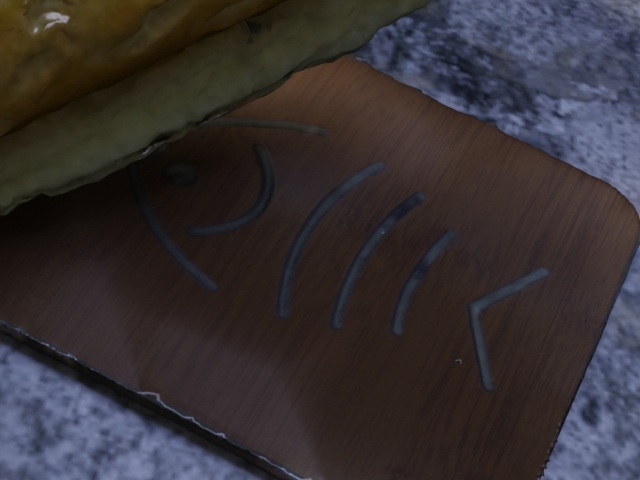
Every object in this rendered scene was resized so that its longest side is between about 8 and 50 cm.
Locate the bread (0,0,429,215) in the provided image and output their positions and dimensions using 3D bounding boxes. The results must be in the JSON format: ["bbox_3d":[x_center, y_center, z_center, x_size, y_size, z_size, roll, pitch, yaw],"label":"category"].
[{"bbox_3d":[-0.148,-0.140,0.703,0.375,0.165,0.236,-30,67,-21],"label":"bread"}]

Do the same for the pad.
[{"bbox_3d":[0.000,0.000,0.769,0.284,0.018,0.286,27,41,7],"label":"pad"}]
